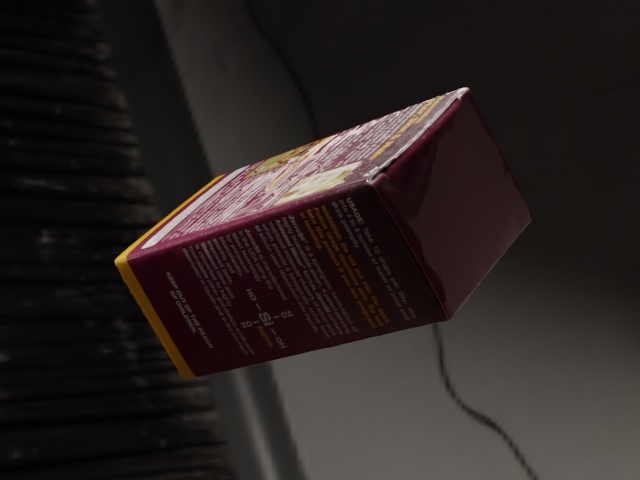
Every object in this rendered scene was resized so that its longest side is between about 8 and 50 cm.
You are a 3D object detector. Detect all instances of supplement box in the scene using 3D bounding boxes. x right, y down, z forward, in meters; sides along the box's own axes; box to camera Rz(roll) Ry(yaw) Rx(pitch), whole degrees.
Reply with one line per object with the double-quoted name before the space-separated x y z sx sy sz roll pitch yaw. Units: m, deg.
"supplement box" 0.000 0.000 0.780 0.188 0.104 0.081 -16 109 42
